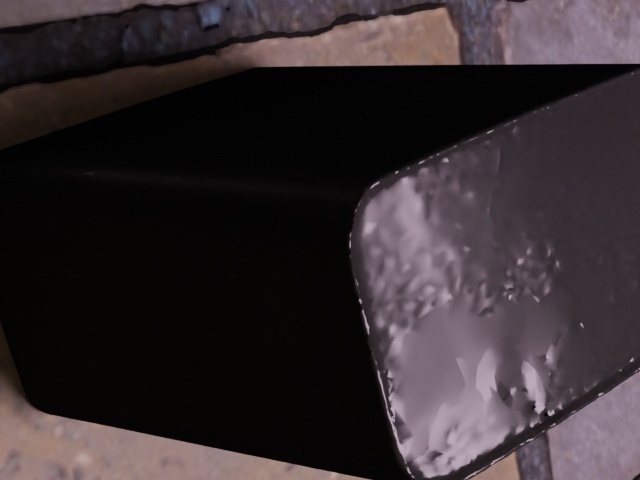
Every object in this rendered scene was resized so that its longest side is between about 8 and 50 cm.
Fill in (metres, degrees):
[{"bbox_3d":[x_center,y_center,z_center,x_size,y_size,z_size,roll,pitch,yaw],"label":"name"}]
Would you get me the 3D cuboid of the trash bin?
[{"bbox_3d":[0.000,0.000,0.453,0.165,0.225,0.115,-23,105,-35],"label":"trash bin"}]
